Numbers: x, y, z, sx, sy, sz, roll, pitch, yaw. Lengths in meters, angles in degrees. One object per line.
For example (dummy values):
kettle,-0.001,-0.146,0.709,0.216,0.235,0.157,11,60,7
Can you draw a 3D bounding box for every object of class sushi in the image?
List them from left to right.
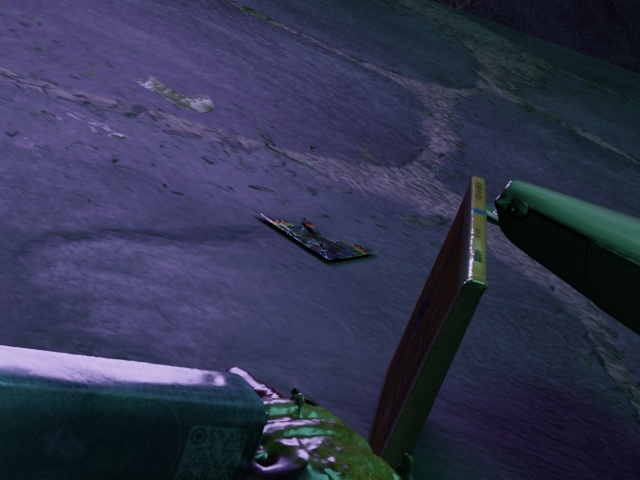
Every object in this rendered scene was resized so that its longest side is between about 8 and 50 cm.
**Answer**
sushi,-0.003,0.141,0.789,0.097,0.103,0.226,-13,34,-18

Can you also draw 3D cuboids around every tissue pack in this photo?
tissue pack,-0.112,0.109,0.703,0.156,0.112,0.051,10,21,-36

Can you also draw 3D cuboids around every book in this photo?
book,0.068,0.063,0.970,0.018,0.170,0.241,22,17,0

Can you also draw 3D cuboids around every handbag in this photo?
handbag,0.244,0.015,1.087,0.315,0.109,0.241,33,8,33

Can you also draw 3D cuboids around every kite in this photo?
kite,0.000,0.000,1.332,0.122,0.004,0.090,16,19,-22
